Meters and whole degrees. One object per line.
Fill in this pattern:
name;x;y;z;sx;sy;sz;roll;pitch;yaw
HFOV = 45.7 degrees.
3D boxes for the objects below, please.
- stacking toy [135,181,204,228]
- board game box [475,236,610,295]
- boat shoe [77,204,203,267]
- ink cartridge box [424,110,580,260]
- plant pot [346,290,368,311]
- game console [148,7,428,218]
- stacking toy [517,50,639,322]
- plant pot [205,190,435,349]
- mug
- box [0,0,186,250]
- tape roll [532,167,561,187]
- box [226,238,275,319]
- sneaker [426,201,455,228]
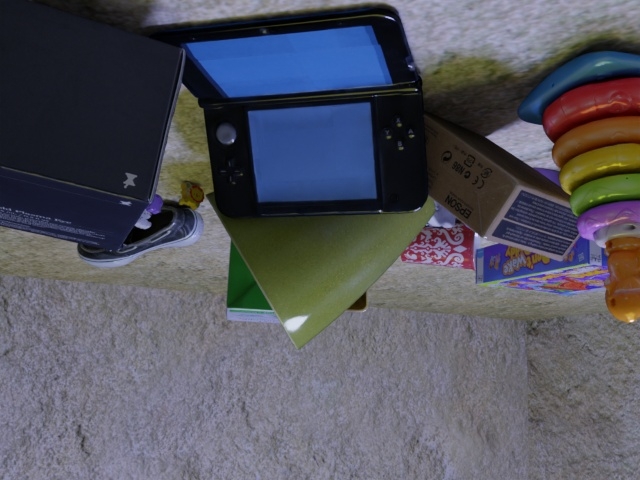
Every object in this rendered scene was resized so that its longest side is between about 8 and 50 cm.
stacking toy;-0.360;-0.094;1.459;0.167;0.052;0.221;-18;152;36
board game box;0.489;0.042;1.456;0.233;0.078;0.347;7;169;-19
boat shoe;-0.427;-0.027;1.702;0.335;0.121;0.119;-15;155;22
ink cartridge box;0.222;-0.079;1.031;0.193;0.088;0.235;14;-158;-41
plant pot;0.004;0.047;1.762;0.212;0.212;0.187;1;-179;2
game console;-0.030;-0.136;0.915;0.293;0.250;0.173;-1;-165;16
stacking toy;0.349;-0.053;0.885;0.165;0.302;0.175;7;161;-21
plant pot;0.019;-0.023;1.175;0.293;0.275;0.275;-30;171;-6
mug;0.278;0.014;1.749;0.169;0.113;0.150;2;168;18
box;-0.359;-0.130;0.856;0.343;0.179;0.312;14;166;-19
tape roll;0.358;-0.069;1.389;0.189;0.080;0.189;1;168;0
box;-0.106;0.015;1.425;0.127;0.262;0.231;4;170;-7
sneaker;0.180;-0.057;1.475;0.121;0.079;0.217;-5;169;23
